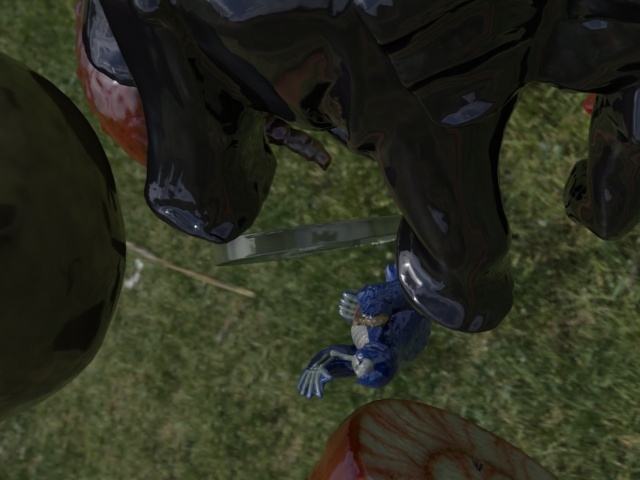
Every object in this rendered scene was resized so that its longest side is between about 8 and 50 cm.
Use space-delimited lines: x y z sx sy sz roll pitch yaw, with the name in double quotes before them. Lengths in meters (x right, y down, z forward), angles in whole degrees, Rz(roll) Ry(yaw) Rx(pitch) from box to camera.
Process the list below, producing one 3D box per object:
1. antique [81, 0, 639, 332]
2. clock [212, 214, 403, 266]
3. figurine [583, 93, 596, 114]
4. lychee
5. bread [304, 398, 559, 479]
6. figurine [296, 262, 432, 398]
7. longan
"antique" 0.020 -0.110 0.496 0.255 0.322 0.185 108 -177 -51
"clock" 0.000 0.000 1.199 0.235 0.235 0.029 -9 88 37
"figurine" 0.489 -0.169 1.616 0.173 0.173 0.173 -14 67 36
"lychee" -0.109 -0.179 1.128 0.255 0.300 0.255 -33 14 9
"bread" 0.140 0.294 1.109 0.114 0.327 0.295 -58 13 22
"figurine" 0.083 0.125 1.433 0.164 0.121 0.262 -42 8 30
"longan" -0.327 0.014 0.846 0.361 0.361 0.361 -14 67 36
